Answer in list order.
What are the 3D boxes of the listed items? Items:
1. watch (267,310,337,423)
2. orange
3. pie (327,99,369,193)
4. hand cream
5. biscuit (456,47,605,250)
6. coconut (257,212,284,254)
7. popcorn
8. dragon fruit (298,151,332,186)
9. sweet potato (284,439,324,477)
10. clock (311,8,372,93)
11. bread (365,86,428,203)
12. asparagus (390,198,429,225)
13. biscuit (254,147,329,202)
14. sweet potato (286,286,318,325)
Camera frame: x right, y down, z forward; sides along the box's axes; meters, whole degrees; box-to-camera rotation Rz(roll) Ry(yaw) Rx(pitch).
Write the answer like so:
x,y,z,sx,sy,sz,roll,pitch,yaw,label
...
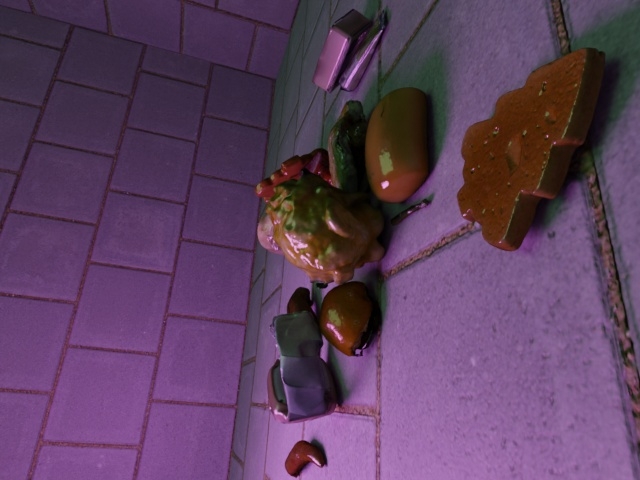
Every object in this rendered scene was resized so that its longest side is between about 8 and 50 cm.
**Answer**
x,y,z,sx,sy,sz,roll,pitch,yaw,label
-0.055,0.273,0.964,0.253,0.161,0.241,-124,25,-67,watch
0.051,0.159,0.890,0.170,0.112,0.160,-27,54,57,orange
0.066,-0.204,1.057,0.274,0.105,0.257,-101,17,-54,pie
0.117,-0.503,1.166,0.235,0.055,0.086,128,151,-49,hand cream
0.236,-0.109,0.495,0.239,0.041,0.212,118,163,-49,biscuit
-0.141,-0.034,1.561,0.194,0.194,0.194,-170,90,-75,coconut
0.004,-0.027,0.914,0.215,0.252,0.286,-63,26,15,popcorn
-0.003,-0.190,1.314,0.147,0.102,0.096,133,142,-56,dragon fruit
-0.049,0.559,1.094,0.255,0.058,0.078,-58,43,50,sweet potato
0.061,-0.543,1.227,0.147,0.071,0.192,-53,-4,-38,clock
0.136,-0.180,0.798,0.147,0.098,0.217,135,141,-59,bread
0.161,-0.051,0.775,0.127,0.015,0.018,140,128,-68,asparagus
-0.091,-0.197,1.461,0.043,0.284,0.306,54,169,12,biscuit
-0.042,0.259,1.230,0.112,0.085,0.286,63,-171,-54,sweet potato
